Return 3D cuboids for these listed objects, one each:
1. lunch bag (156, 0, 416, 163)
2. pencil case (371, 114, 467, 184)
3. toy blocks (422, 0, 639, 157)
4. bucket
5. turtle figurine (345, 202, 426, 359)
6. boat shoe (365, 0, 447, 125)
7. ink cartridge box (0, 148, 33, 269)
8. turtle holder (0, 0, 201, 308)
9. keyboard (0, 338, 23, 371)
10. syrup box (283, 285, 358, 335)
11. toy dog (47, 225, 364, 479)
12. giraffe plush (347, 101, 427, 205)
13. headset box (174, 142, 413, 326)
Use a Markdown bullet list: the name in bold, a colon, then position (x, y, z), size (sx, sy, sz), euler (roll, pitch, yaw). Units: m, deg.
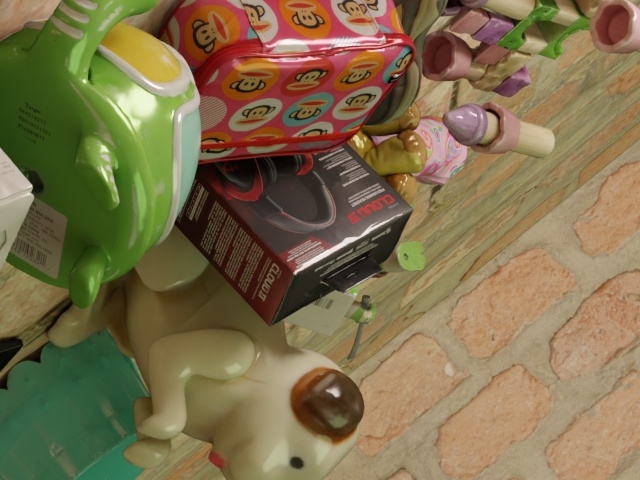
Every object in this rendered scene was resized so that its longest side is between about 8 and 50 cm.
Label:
- **lunch bag**: position (-0.064, -0.179, 1.692), size (0.293, 0.120, 0.258), euler (-8, 153, -35)
- **pencil case**: position (0.131, -0.140, 2.330), size (0.124, 0.124, 0.284), euler (-47, 165, 19)
- **toy blocks**: position (0.227, -0.298, 1.851), size (0.260, 0.308, 0.288), euler (9, 142, -42)
- **bucket**: position (-0.364, 0.282, 2.182), size (0.281, 0.183, 0.281), euler (-38, 164, -13)
- **turtle figurine**: position (0.062, 0.023, 2.424), size (0.266, 0.275, 0.197), euler (-22, -137, 39)
- **boat shoe**: position (0.060, -0.266, 1.861), size (0.130, 0.132, 0.355), euler (-7, 150, -13)
- **ink cartridge box**: position (-0.350, -0.058, 1.285), size (0.082, 0.190, 0.139), euler (-26, 158, -44)
- **turtle holder**: position (-0.232, -0.122, 1.404), size (0.227, 0.243, 0.320), euler (-46, 132, -46)
- **keyboard**: position (-0.479, 0.199, 1.990), size (0.180, 0.023, 0.108), euler (-47, 170, 18)
- **syrup box**: position (0.000, 0.000, 1.966), size (0.096, 0.093, 0.236), euler (120, -15, -46)
- **toy dog**: position (-0.122, 0.165, 2.019), size (0.395, 0.408, 0.284), euler (-27, 160, -38)
- **giraffe plush**: position (0.024, -0.126, 2.113), size (0.210, 0.181, 0.170), euler (-10, 174, 38)
- **headset box**: position (-0.047, -0.045, 1.840), size (0.218, 0.293, 0.110), euler (-28, 155, -38)
